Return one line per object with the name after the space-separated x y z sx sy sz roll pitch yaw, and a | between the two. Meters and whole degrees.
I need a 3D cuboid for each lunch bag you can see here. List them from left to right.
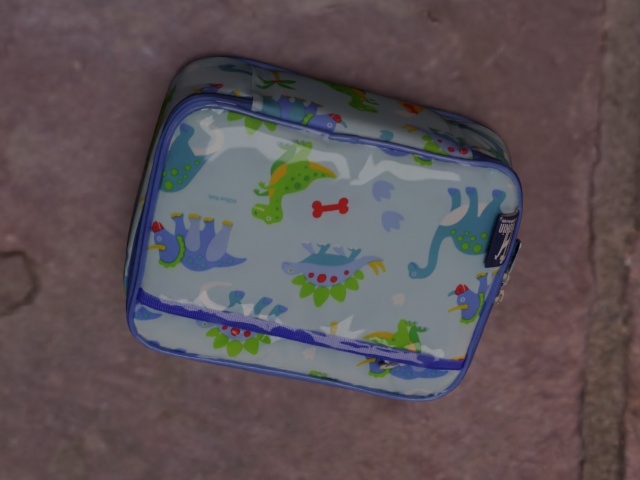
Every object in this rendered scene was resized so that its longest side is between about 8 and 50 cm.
0.000 0.000 0.899 0.219 0.090 0.176 14 115 -10 | lunch bag
